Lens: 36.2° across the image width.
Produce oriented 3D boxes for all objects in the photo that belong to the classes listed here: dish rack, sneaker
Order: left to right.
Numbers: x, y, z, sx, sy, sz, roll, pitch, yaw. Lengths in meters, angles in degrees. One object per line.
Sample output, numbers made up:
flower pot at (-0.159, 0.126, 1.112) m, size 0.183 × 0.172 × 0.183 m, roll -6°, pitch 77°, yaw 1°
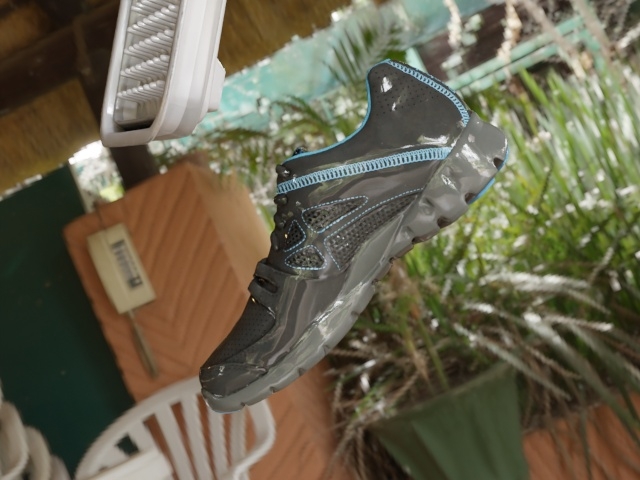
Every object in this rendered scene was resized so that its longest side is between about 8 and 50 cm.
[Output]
dish rack at (-0.146, -0.255, 1.008) m, size 0.072 × 0.332 × 0.285 m, roll 11°, pitch 0°, yaw -25°
sneaker at (0.000, 0.000, 0.839) m, size 0.341 × 0.140 × 0.125 m, roll -48°, pitch 3°, yaw 5°
